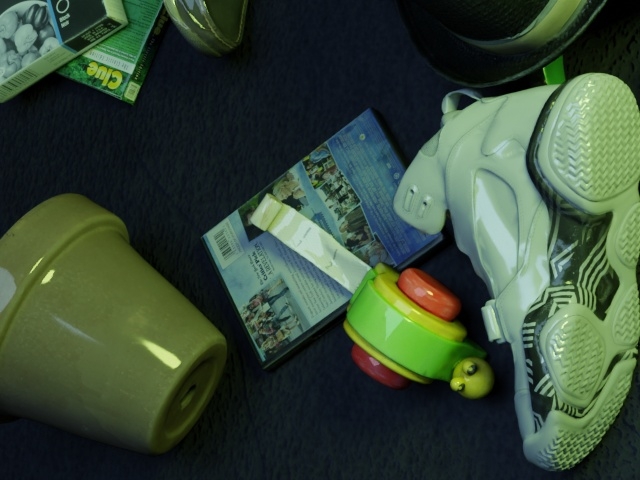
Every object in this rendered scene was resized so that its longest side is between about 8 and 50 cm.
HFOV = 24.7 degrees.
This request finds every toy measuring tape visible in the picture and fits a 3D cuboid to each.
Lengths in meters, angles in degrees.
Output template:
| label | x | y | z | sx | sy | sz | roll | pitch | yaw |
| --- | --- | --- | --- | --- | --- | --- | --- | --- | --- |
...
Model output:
| label | x | y | z | sx | sy | sz | roll | pitch | yaw |
| --- | --- | --- | --- | --- | --- | --- | --- | --- | --- |
| toy measuring tape | 0.037 | 0.051 | 1.456 | 0.330 | 0.121 | 0.121 | 38 | 98 | 24 |

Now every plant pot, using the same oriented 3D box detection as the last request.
| label | x | y | z | sx | sy | sz | roll | pitch | yaw |
| --- | --- | --- | --- | --- | --- | --- | --- | --- | --- |
| plant pot | -0.233 | 0.113 | 1.561 | 0.229 | 0.263 | 0.263 | 29 | 93 | 16 |

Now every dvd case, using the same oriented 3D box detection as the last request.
| label | x | y | z | sx | sy | sz | roll | pitch | yaw |
| --- | --- | --- | --- | --- | --- | --- | --- | --- | --- |
| dvd case | 0.000 | 0.000 | 1.568 | 0.253 | 0.022 | 0.180 | -36 | 63 | 17 |

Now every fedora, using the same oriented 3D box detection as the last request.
| label | x | y | z | sx | sy | sz | roll | pitch | yaw |
| --- | --- | --- | --- | --- | --- | --- | --- | --- | --- |
| fedora | 0.136 | -0.316 | 1.362 | 0.334 | 0.152 | 0.334 | -13 | 72 | 43 |

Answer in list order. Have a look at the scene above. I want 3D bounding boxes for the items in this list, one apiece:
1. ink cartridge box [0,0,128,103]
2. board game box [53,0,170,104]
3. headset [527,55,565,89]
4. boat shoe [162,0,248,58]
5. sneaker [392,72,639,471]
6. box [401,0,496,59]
| label | x | y | z | sx | sy | sz | roll | pitch | yaw |
| --- | --- | --- | --- | --- | --- | --- | --- | --- | --- |
| ink cartridge box | -0.350 | -0.306 | 1.807 | 0.206 | 0.045 | 0.208 | -29 | 63 | 22 |
| board game box | -0.303 | -0.268 | 1.812 | 0.260 | 0.030 | 0.136 | 24 | 88 | 33 |
| headset | 0.371 | -0.240 | 1.371 | 0.394 | 0.185 | 0.243 | -48 | 62 | 29 |
| boat shoe | -0.112 | -0.385 | 1.669 | 0.130 | 0.132 | 0.355 | -12 | 73 | 28 |
| sneaker | 0.185 | 0.024 | 1.385 | 0.210 | 0.137 | 0.366 | 8 | 96 | 43 |
| box | 0.149 | -0.282 | 1.519 | 0.147 | 0.077 | 0.180 | -45 | 60 | 14 |
